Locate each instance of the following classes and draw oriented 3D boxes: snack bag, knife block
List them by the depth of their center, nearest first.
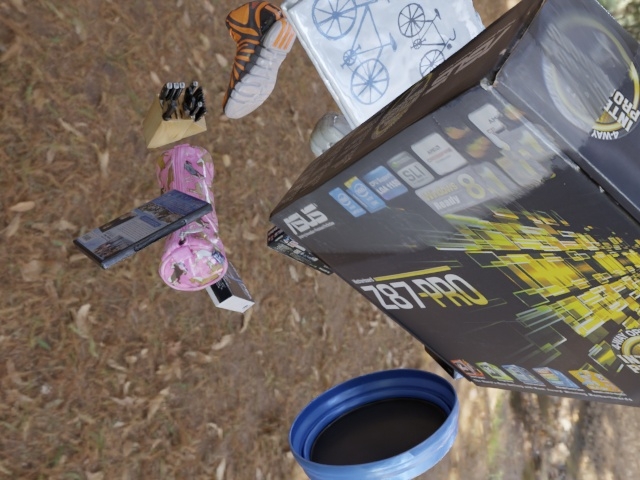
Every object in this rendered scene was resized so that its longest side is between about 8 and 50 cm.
[{"bbox_3d":[0.135,-0.407,1.095,0.323,0.342,0.037,51,-1,-41],"label":"snack bag"},{"bbox_3d":[-0.449,-0.370,1.707,0.242,0.276,0.088,15,61,-73],"label":"knife block"}]

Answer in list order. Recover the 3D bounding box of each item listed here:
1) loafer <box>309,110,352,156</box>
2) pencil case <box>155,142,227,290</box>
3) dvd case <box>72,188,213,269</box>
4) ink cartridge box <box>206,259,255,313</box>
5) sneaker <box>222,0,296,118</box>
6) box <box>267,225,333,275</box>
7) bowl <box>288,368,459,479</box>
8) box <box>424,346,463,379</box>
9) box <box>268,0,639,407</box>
[{"bbox_3d":[0.113,-0.152,1.267,0.319,0.112,0.111,44,45,-22],"label":"loafer"},{"bbox_3d":[-0.324,-0.066,1.442,0.160,0.167,0.386,20,39,-34],"label":"pencil case"},{"bbox_3d":[-0.372,-0.030,1.229,0.253,0.180,0.022,-32,122,-28],"label":"dvd case"},{"bbox_3d":[-0.281,0.128,1.757,0.165,0.065,0.332,57,-2,11],"label":"ink cartridge box"},{"bbox_3d":[-0.201,-0.503,1.610,0.180,0.321,0.124,48,26,23],"label":"sneaker"},{"bbox_3d":[0.000,0.000,1.511,0.220,0.175,0.051,27,45,-32],"label":"box"},{"bbox_3d":[0.124,0.420,1.328,0.391,0.391,0.077,-38,114,-59],"label":"bowl"},{"bbox_3d":[0.397,0.125,1.341,0.183,0.294,0.296,-137,-141,-72],"label":"box"},{"bbox_3d":[0.152,0.014,0.491,0.318,0.395,0.097,41,70,-12],"label":"box"}]
